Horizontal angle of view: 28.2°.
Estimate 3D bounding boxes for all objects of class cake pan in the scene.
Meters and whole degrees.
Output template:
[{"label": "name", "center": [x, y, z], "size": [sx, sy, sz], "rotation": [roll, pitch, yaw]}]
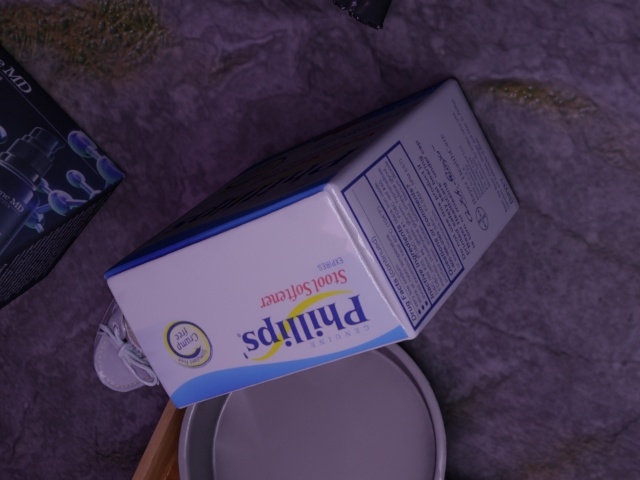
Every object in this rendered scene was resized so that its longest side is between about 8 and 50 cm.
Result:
[{"label": "cake pan", "center": [-0.006, 0.225, 1.352], "size": [0.293, 0.054, 0.293], "rotation": [-3, 77, 16]}]

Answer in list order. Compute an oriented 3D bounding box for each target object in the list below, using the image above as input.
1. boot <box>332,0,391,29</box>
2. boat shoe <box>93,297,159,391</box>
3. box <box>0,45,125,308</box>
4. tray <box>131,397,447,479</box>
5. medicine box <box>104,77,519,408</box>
[{"label": "boot", "center": [0.066, -0.239, 1.168], "size": [0.121, 0.045, 0.099], "rotation": [39, 125, 15]}, {"label": "boat shoe", "center": [-0.171, 0.081, 1.429], "size": [0.118, 0.103, 0.320], "rotation": [51, 127, -2]}, {"label": "box", "center": [-0.458, -0.040, 1.344], "size": [0.293, 0.395, 0.212], "rotation": [46, 126, 0]}, {"label": "tray", "center": [-0.010, 0.316, 1.408], "size": [0.411, 0.202, 0.076], "rotation": [19, 167, 21]}, {"label": "medicine box", "center": [0.000, 0.000, 1.168], "size": [0.264, 0.289, 0.149], "rotation": [-21, 102, 33]}]
